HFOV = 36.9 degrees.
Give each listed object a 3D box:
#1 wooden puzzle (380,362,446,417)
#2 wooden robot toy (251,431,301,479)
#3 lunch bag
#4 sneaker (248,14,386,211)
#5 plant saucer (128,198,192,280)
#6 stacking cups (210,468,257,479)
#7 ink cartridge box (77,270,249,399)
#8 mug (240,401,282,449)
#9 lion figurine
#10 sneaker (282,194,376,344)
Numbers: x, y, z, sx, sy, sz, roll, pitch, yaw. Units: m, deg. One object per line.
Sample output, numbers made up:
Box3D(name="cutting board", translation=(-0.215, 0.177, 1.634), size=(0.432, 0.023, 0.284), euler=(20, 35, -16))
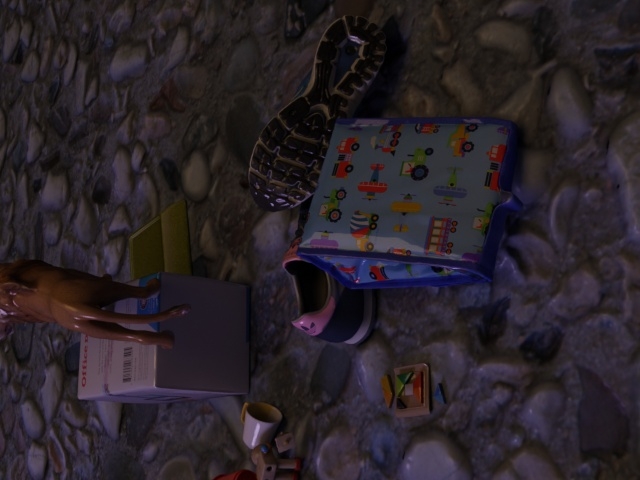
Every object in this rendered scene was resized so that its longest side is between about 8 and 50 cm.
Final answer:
Box3D(name="wooden puzzle", translation=(0.128, 0.214, 1.365), size=(0.116, 0.014, 0.078), euler=(-28, 61, 43))
Box3D(name="wooden robot toy", translation=(-0.081, 0.362, 1.540), size=(0.079, 0.076, 0.173), euler=(-131, 51, -59))
Box3D(name="lunch bag", translation=(0.140, -0.056, 1.316), size=(0.293, 0.138, 0.221), euler=(-1, 65, 41))
Box3D(name="sneaker", translation=(-0.001, -0.185, 1.507), size=(0.330, 0.130, 0.147), euler=(-59, -3, -8))
Box3D(name="plant saucer", translation=(-0.334, 0.031, 1.941), size=(0.188, 0.045, 0.188), euler=(-30, 59, 43))
Box3D(name="stacking cups", translation=(-0.219, 0.473, 1.666), size=(0.316, 0.096, 0.096), euler=(-28, 61, 41))
Box3D(name="ink cartridge box", translation=(-0.284, 0.184, 1.723), size=(0.270, 0.197, 0.198), euler=(-15, 69, 47))
Box3D(name="mug", translation=(-0.101, 0.308, 1.591), size=(0.078, 0.062, 0.064), euler=(-99, 23, -69))
Box3D(name="lion figurine", translation=(-0.407, 0.097, 1.545), size=(0.392, 0.240, 0.142), euler=(-7, 75, 48))
Box3D(name="sneaker", translation=(0.000, 0.000, 1.478), size=(0.112, 0.131, 0.319), euler=(-33, 57, 41))
